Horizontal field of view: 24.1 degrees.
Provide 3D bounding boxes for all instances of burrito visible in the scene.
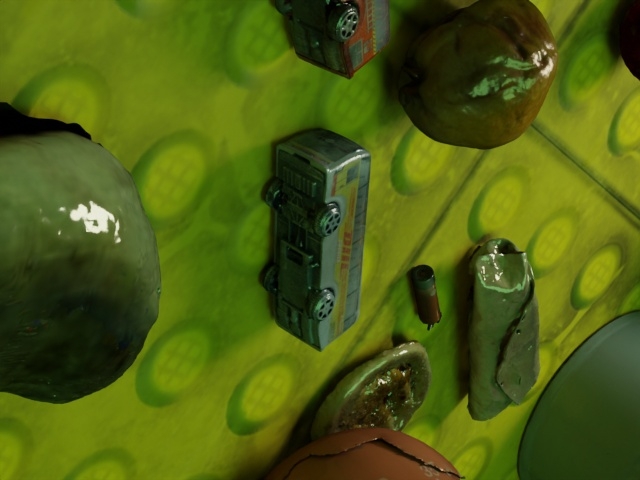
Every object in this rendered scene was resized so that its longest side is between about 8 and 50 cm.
[{"bbox_3d":[0.180,0.089,1.491,0.087,0.060,0.226,-32,140,-20],"label":"burrito"}]

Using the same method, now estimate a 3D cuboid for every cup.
[{"bbox_3d":[0.401,0.288,1.687,0.331,0.311,0.256,-38,141,-21],"label":"cup"}]

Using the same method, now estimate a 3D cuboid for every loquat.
[{"bbox_3d":[0.126,-0.136,1.215,0.137,0.113,0.137,-25,157,-11],"label":"loquat"}]

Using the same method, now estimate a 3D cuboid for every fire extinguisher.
[{"bbox_3d":[0.102,0.055,1.410,0.083,0.022,0.028,75,29,-48],"label":"fire extinguisher"}]

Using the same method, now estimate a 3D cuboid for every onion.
[{"bbox_3d":[0.333,-0.193,1.413,0.107,0.097,0.107,-6,122,-10],"label":"onion"}]

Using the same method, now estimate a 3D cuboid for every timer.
[{"bbox_3d":[0.043,0.292,1.361,0.230,0.215,0.229,-22,150,-14],"label":"timer"}]

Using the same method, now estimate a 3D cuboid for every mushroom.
[{"bbox_3d":[-0.226,0.039,0.939,0.344,0.130,0.247,11,106,-51],"label":"mushroom"}]

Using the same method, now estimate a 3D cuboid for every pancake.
[{"bbox_3d":[0.053,0.157,1.435,0.152,0.025,0.151,-28,137,-29],"label":"pancake"}]

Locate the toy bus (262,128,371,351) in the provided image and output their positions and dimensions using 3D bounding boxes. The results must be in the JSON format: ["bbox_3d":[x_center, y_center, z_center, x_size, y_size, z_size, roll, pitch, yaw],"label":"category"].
[{"bbox_3d":[0.000,0.000,1.216,0.075,0.064,0.190,-30,138,-38],"label":"toy bus"}]

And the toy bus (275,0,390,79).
[{"bbox_3d":[0.008,-0.208,1.058,0.077,0.065,0.192,-43,144,-33],"label":"toy bus"}]
